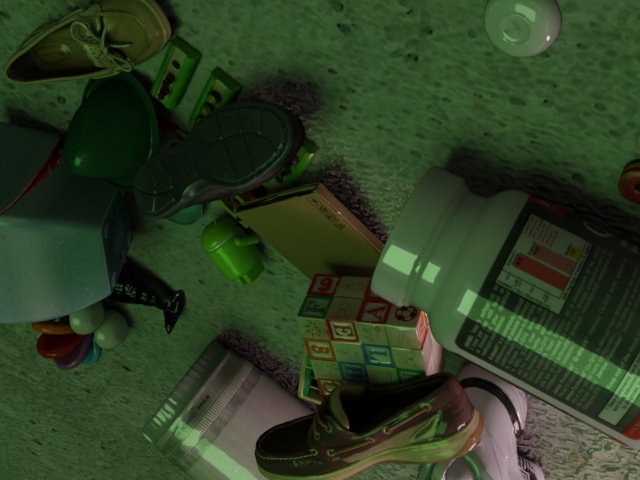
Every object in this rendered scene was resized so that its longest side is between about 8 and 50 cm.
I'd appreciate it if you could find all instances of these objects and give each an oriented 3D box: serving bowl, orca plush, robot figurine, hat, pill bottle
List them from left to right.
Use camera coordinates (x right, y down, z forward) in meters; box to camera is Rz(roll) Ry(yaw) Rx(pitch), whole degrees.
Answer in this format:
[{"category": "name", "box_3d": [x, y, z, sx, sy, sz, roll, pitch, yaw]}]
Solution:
[{"category": "hat", "box_3d": [-0.350, -0.131, 1.263, 0.173, 0.183, 0.209, 15, 112, 35]}, {"category": "orca plush", "box_3d": [-0.389, 0.089, 1.610, 0.287, 0.102, 0.151, 34, 140, 4]}, {"category": "robot figurine", "box_3d": [-0.138, 0.014, 1.387, 0.115, 0.067, 0.101, 52, 146, -16]}, {"category": "serving bowl", "box_3d": [0.207, -0.226, 0.944, 0.083, 0.027, 0.083, 21, 137, 20]}, {"category": "pill bottle", "box_3d": [0.255, 0.067, 1.045, 0.362, 0.210, 0.210, 28, 139, 11]}]

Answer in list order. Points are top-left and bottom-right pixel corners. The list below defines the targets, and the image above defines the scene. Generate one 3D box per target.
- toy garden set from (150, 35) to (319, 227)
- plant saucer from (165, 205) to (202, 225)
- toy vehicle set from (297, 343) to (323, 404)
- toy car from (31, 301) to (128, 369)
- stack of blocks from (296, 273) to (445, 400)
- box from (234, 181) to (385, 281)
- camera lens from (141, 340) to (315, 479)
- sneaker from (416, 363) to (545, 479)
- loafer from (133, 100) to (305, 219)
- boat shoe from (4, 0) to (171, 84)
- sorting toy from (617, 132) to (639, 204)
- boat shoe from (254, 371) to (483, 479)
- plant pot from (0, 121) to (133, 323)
[{"category": "toy garden set", "box_3d": [-0.148, -0.133, 1.269, 0.244, 0.049, 0.204, 38, 140, -1]}, {"category": "plant saucer", "box_3d": [-0.228, -0.077, 1.402, 0.119, 0.021, 0.119, 20, 136, 20]}, {"category": "toy vehicle set", "box_3d": [0.056, 0.183, 1.410, 0.165, 0.035, 0.267, 17, 137, 9]}, {"category": "toy car", "box_3d": [-0.468, 0.173, 1.698, 0.159, 0.136, 0.182, 7, 157, 29]}, {"category": "stack of blocks", "box_3d": [0.088, 0.189, 1.309, 0.171, 0.087, 0.297, 3, 133, 21]}, {"category": "box", "box_3d": [0.000, 0.000, 1.269, 0.164, 0.021, 0.201, -12, 137, 43]}, {"category": "camera lens", "box_3d": [-0.142, 0.335, 1.575, 0.274, 0.219, 0.219, 39, 140, -1]}, {"category": "sneaker", "box_3d": [0.235, 0.376, 1.349, 0.137, 0.210, 0.366, 8, 132, 30]}, {"category": "loafer", "box_3d": [-0.126, -0.107, 1.197, 0.302, 0.095, 0.109, -20, 83, 39]}, {"category": "boat shoe", "box_3d": [-0.321, -0.264, 1.240, 0.285, 0.089, 0.105, -8, 122, 40]}, {"category": "sorting toy", "box_3d": [0.396, -0.121, 0.893, 0.132, 0.046, 0.275, 23, 137, 16]}, {"category": "boat shoe", "box_3d": [0.045, 0.247, 1.241, 0.341, 0.123, 0.123, -14, 118, 28]}, {"category": "plant pot", "box_3d": [-0.442, -0.019, 1.442, 0.252, 0.248, 0.247, 6, 131, 2]}]
